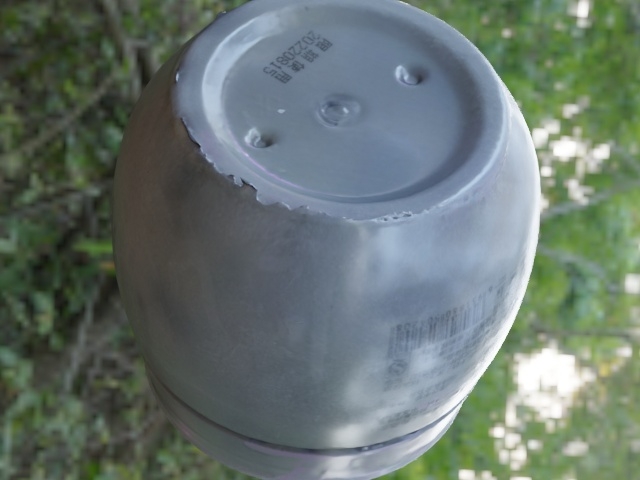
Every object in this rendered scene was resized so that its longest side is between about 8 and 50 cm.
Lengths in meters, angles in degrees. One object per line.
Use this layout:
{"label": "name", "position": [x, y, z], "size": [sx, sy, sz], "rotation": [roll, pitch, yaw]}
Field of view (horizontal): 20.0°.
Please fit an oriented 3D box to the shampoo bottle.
{"label": "shampoo bottle", "position": [0.000, 0.000, 1.181], "size": [0.266, 0.273, 0.273], "rotation": [100, -12, -46]}
